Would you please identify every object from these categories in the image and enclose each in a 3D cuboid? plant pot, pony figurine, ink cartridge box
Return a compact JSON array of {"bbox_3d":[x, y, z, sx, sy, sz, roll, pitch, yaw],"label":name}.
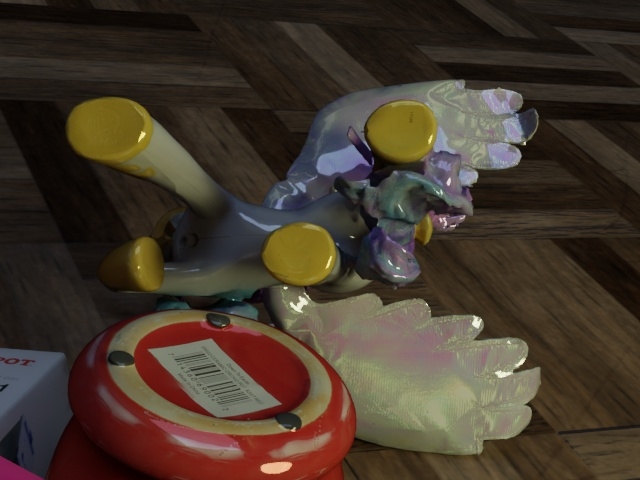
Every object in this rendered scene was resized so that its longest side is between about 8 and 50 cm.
[{"bbox_3d":[-0.071,0.147,0.802,0.191,0.174,0.191,12,25,-6],"label":"plant pot"},{"bbox_3d":[0.000,0.000,0.974,0.351,0.303,0.363,0,-12,0],"label":"pony figurine"},{"bbox_3d":[-0.252,0.138,0.807,0.139,0.082,0.191,2,23,17],"label":"ink cartridge box"}]

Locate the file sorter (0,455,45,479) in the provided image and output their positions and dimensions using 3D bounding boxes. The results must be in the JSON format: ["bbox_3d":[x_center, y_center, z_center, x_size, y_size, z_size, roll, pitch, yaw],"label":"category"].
[{"bbox_3d":[-0.205,0.213,0.577,0.290,0.202,0.182,23,31,20],"label":"file sorter"}]
